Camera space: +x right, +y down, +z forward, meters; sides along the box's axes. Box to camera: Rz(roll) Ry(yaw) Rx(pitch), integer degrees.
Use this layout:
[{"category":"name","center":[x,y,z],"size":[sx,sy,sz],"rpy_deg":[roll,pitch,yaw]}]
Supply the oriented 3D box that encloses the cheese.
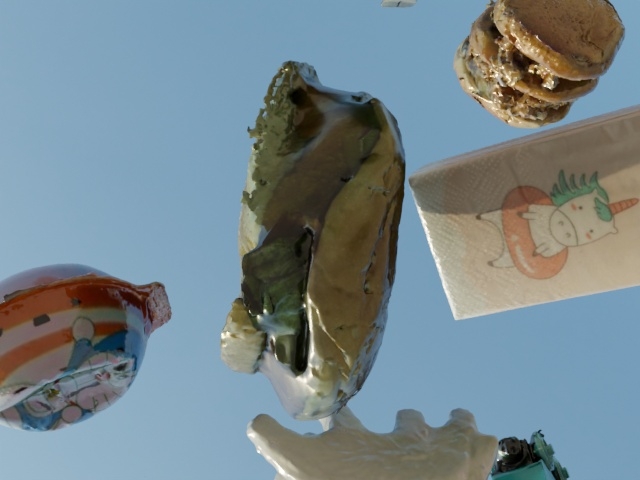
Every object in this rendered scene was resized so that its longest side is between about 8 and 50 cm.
[{"category":"cheese","center":[-0.296,0.120,0.724],"size":[0.330,0.216,0.129],"rpy_deg":[-22,-121,-20]}]

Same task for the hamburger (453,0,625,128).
[{"category":"hamburger","center":[0.356,-0.325,1.278],"size":[0.245,0.211,0.260],"rpy_deg":[-13,-119,-22]}]

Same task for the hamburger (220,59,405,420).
[{"category":"hamburger","center":[0.000,-0.001,0.656],"size":[0.135,0.265,0.284],"rpy_deg":[12,-81,3]}]

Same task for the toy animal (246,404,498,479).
[{"category":"toy animal","center":[0.084,0.340,1.093],"size":[0.308,0.266,0.188],"rpy_deg":[-11,-67,-46]}]

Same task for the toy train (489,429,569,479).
[{"category":"toy train","center":[0.327,0.389,1.185],"size":[0.107,0.198,0.154],"rpy_deg":[-24,-144,18]}]

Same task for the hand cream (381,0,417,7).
[{"category":"hand cream","center":[0.207,-0.583,1.544],"size":[0.095,0.276,0.059],"rpy_deg":[-10,-126,-34]}]

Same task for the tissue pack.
[{"category":"tissue pack","center":[0.266,-0.033,0.744],"size":[0.326,0.071,0.170],"rpy_deg":[-14,-77,24]}]
